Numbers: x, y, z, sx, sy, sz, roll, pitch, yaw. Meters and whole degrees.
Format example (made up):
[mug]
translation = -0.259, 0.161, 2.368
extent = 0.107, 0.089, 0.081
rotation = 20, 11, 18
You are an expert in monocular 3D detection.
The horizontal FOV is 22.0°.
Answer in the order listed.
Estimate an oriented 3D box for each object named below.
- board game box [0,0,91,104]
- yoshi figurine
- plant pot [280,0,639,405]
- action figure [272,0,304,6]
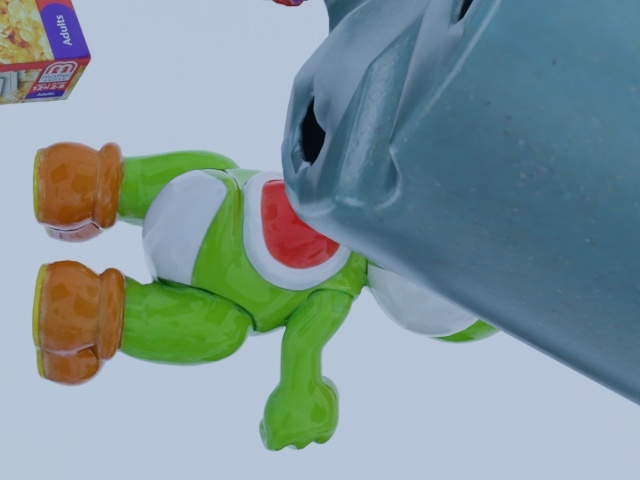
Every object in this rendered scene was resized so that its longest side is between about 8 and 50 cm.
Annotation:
[board game box]
translation = -0.226, -0.131, 0.798
extent = 0.193, 0.045, 0.147
rotation = -10, -111, -33
[yoshi figurine]
translation = 0.000, 0.017, 1.085
extent = 0.362, 0.203, 0.203
rotation = -1, -65, -1
[plant pot]
translation = 0.186, -0.059, 0.590
extent = 0.334, 0.341, 0.341
rotation = 23, -109, -14
[action figure]
translation = -0.010, -0.132, 0.785
extent = 0.038, 0.115, 0.030
rotation = 10, -100, -21
